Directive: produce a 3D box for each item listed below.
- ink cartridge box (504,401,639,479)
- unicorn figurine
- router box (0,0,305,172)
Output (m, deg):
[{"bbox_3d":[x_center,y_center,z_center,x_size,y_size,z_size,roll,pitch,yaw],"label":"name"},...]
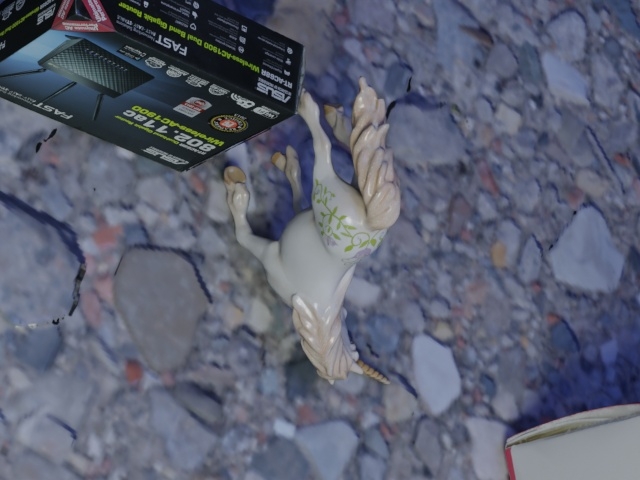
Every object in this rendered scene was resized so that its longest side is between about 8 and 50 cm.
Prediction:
[{"bbox_3d":[0.250,0.184,1.053,0.283,0.117,0.207,-1,75,-40],"label":"ink cartridge box"},{"bbox_3d":[0.000,0.000,0.925,0.060,0.162,0.111,-17,70,-17],"label":"unicorn figurine"},{"bbox_3d":[-0.082,-0.079,0.883,0.122,0.092,0.038,23,61,-32],"label":"router box"}]
